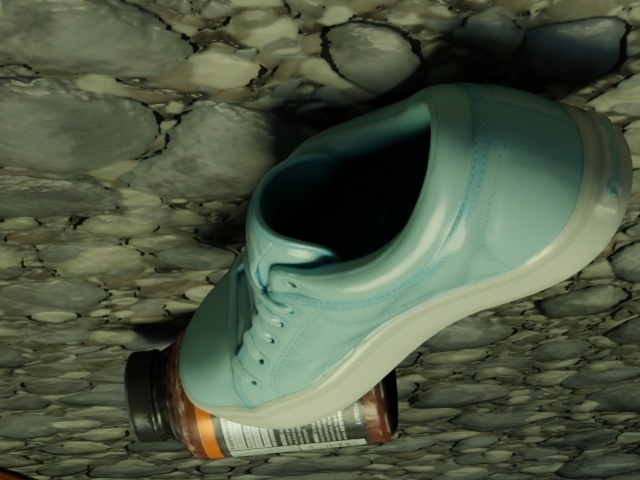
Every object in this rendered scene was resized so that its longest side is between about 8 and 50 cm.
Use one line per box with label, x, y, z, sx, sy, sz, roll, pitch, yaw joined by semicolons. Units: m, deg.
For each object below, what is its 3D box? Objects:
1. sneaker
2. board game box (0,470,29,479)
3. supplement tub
sneaker;0.000;0.000;1.034;0.150;0.135;0.366;19;143;-33
board game box;-0.500;0.402;1.716;0.356;0.356;0.356;-10;160;18
supplement tub;-0.044;0.108;1.345;0.198;0.106;0.106;-6;161;8
